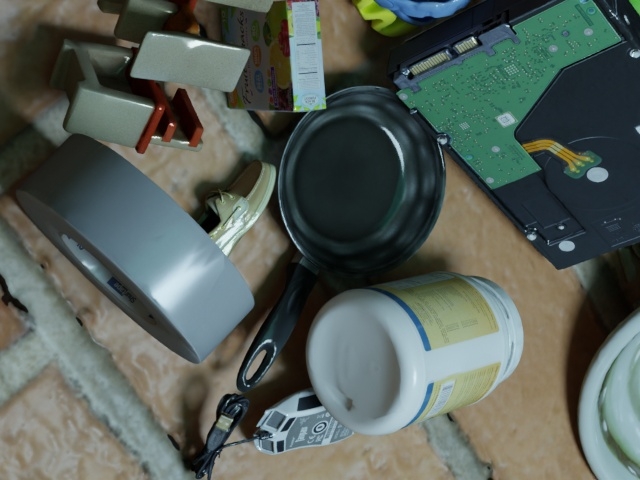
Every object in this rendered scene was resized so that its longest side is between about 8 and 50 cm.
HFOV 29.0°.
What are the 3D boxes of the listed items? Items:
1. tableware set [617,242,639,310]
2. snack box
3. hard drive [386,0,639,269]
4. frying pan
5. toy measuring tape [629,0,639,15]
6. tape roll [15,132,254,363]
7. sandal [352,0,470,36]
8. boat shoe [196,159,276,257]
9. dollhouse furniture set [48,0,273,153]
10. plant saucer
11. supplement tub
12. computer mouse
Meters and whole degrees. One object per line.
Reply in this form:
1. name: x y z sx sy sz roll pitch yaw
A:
1. tableware set: 0.432 0.036 1.501 0.128 0.039 0.194 -31 110 -22
2. snack box: -0.046 -0.172 1.156 0.037 0.141 0.100 -8 101 -28
3. hard drive: 0.258 -0.118 1.267 0.339 0.237 0.064 41 41 -33
4. frying pan: 0.026 0.003 1.271 0.197 0.053 0.326 11 93 -29
5. toy measuring tape: 0.353 -0.260 1.350 0.121 0.121 0.330 17 72 -29
6. tape roll: -0.161 0.009 1.075 0.072 0.219 0.219 -48 115 -14
7. sandal: 0.039 -0.294 1.160 0.317 0.138 0.126 20 85 -41
8. boat shoe: -0.093 -0.026 1.203 0.045 0.050 0.135 38 79 -32
9. dollhouse furniture set: -0.129 -0.208 1.063 0.135 0.262 0.259 7 127 -31
10. plant saucer: 0.503 0.179 1.455 0.401 0.100 0.400 3 121 5
11. supplement tub: 0.099 0.108 1.251 0.200 0.144 0.144 -9 102 -47
12. computer mouse: -0.038 0.184 1.259 0.193 0.042 0.106 -6 130 -34
